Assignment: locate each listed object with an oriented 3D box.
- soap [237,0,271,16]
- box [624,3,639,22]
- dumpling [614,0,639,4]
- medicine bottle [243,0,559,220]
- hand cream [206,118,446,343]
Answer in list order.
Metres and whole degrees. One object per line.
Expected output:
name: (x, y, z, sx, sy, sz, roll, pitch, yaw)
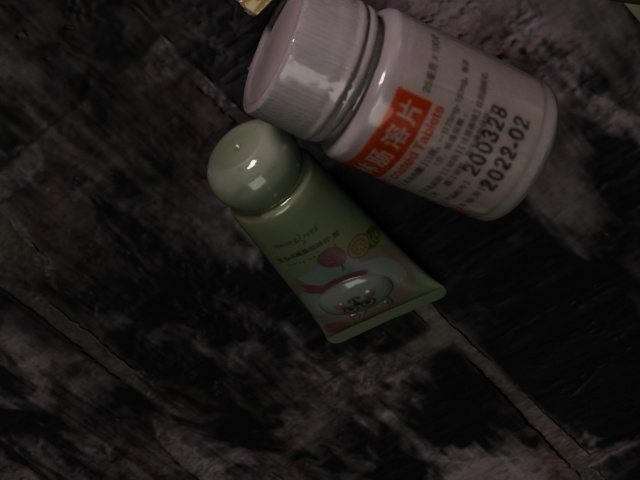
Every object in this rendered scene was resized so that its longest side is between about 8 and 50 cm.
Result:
soap: (-0.003, -0.294, 0.802, 0.092, 0.037, 0.252, 36, 118, -28)
box: (0.369, -0.262, 0.819, 0.256, 0.069, 0.164, -38, 120, 25)
dumpling: (0.177, -0.282, 0.657, 0.270, 0.212, 0.321, -3, 119, 7)
medicine bottle: (0.069, -0.122, 0.876, 0.252, 0.144, 0.144, 24, 124, -18)
hand cream: (0.000, 0.000, 1.015, 0.147, 0.093, 0.306, -26, 134, 17)
